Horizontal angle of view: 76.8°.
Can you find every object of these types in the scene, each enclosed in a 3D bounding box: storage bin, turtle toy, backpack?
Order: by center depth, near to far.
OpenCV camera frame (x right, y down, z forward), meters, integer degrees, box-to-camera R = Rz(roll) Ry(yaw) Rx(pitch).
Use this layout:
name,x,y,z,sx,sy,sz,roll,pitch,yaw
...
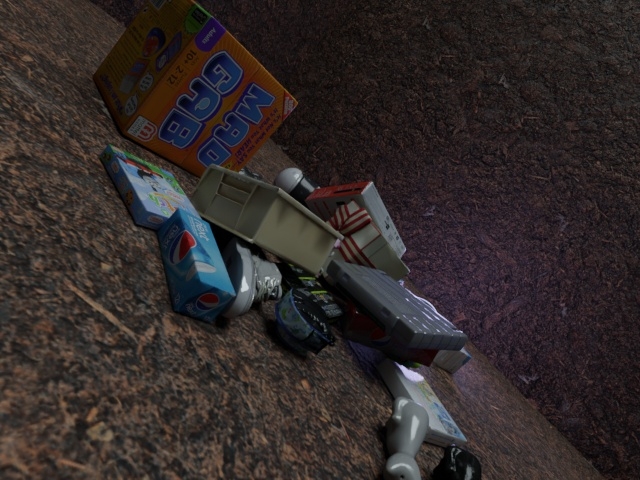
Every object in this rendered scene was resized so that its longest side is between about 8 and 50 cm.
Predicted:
name,x,y,z,sx,sy,sz,roll,pitch,yaw
backpack,-0.040,0.160,0.783,0.114,0.084,0.105,46,10,-27
storage bin,-0.131,-0.045,0.951,0.260,0.123,0.262,25,-5,38
turtle toy,0.238,0.338,1.164,0.130,0.066,0.095,36,13,-33

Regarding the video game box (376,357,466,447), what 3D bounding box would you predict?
name,x,y,z,sx,sy,sz,roll,pitch,yaw
video game box,0.248,0.404,1.002,0.187,0.048,0.205,33,15,-37

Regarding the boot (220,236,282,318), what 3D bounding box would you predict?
name,x,y,z,sx,sy,sz,roll,pitch,yaw
boot,-0.121,0.079,0.763,0.123,0.095,0.258,32,13,-22

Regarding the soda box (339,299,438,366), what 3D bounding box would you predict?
name,x,y,z,sx,sy,sz,roll,pitch,yaw
soda box,0.187,0.246,1.084,0.263,0.083,0.092,21,15,-13

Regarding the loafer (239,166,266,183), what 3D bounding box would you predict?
name,x,y,z,sx,sy,sz,roll,pitch,yaw
loafer,-0.271,-0.228,1.546,0.170,0.062,0.061,30,39,-41

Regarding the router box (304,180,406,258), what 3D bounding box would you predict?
name,x,y,z,sx,sy,sz,roll,pitch,yaw
router box,0.137,-0.064,1.602,0.301,0.082,0.335,1,-48,45

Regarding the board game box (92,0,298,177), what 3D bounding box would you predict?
name,x,y,z,sx,sy,sz,roll,pitch,yaw
board game box,-0.366,-0.444,1.188,0.356,0.356,0.356,50,12,35

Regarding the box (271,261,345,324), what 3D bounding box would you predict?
name,x,y,z,sx,sy,sz,roll,pitch,yaw
box,-0.037,0.134,1.011,0.184,0.045,0.191,45,11,19

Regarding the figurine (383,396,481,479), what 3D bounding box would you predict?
name,x,y,z,sx,sy,sz,roll,pitch,yaw
figurine,0.191,0.406,0.697,0.215,0.092,0.209,44,15,5

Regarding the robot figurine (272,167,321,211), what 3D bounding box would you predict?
name,x,y,z,sx,sy,sz,roll,pitch,yaw
robot figurine,-0.082,-0.185,1.748,0.278,0.173,0.209,41,1,-14

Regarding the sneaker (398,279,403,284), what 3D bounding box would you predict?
name,x,y,z,sx,sy,sz,roll,pitch,yaw
sneaker,0.319,0.214,1.938,0.125,0.104,0.262,28,3,15

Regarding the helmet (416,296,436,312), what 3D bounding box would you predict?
name,x,y,z,sx,sy,sz,roll,pitch,yaw
helmet,0.367,0.297,1.546,0.169,0.169,0.161,38,-4,-28

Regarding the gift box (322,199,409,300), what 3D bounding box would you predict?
name,x,y,z,sx,sy,sz,roll,pitch,yaw
gift box,0.097,0.038,1.365,0.258,0.255,0.276,46,3,-39

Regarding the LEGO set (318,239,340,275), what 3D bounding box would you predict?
name,x,y,z,sx,sy,sz,roll,pitch,yaw
LEGO set,-0.055,0.030,1.199,0.287,0.132,0.107,18,-34,57

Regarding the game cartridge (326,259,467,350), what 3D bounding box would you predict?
name,x,y,z,sx,sy,sz,roll,pitch,yaw
game cartridge,0.188,0.168,1.080,0.230,0.068,0.355,9,19,-36

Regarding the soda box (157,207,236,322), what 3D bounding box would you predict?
name,x,y,z,sx,sy,sz,roll,pitch,yaw
soda box,-0.214,0.035,0.680,0.071,0.067,0.210,34,14,-42

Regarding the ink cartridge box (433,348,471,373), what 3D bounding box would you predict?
name,x,y,z,sx,sy,sz,roll,pitch,yaw
ink cartridge box,0.507,0.454,1.598,0.181,0.104,0.061,35,14,-40

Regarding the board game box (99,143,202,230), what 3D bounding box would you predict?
name,x,y,z,sx,sy,sz,roll,pitch,yaw
board game box,-0.331,-0.091,0.814,0.211,0.039,0.160,50,12,29
